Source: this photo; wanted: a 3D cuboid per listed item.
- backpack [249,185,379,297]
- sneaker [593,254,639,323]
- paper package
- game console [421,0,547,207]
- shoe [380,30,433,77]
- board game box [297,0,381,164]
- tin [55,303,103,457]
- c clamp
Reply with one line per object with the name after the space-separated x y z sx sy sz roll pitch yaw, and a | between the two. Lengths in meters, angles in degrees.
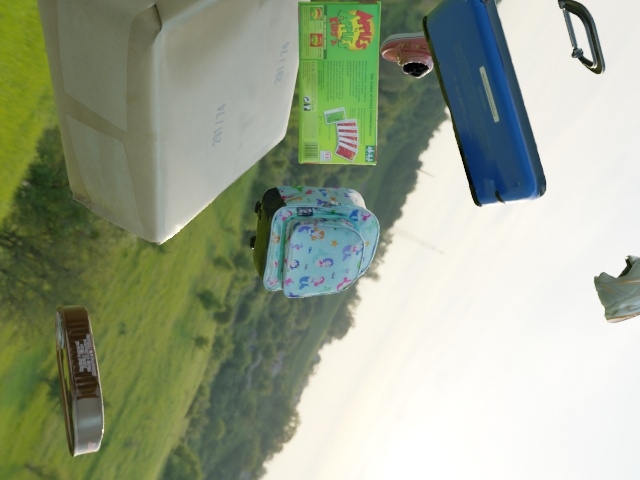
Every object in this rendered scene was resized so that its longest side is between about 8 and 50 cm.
0.000 0.000 1.378 0.191 0.254 0.225 -127 -140 -48 | backpack
0.687 0.070 1.309 0.263 0.121 0.099 -21 162 4 | sneaker
-0.165 -0.213 0.803 0.309 0.168 0.324 -48 162 -38 | paper package
0.274 -0.210 0.921 0.174 0.293 0.250 -18 -176 -12 | game console
0.183 -0.396 1.386 0.178 0.063 0.081 9 -112 51 | shoe
0.022 -0.182 0.753 0.043 0.092 0.181 -77 168 -72 | board game box
-0.293 0.164 0.778 0.106 0.040 0.189 -57 -135 43 | tin
0.438 -0.360 1.101 0.022 0.160 0.137 -31 -151 3 | c clamp
